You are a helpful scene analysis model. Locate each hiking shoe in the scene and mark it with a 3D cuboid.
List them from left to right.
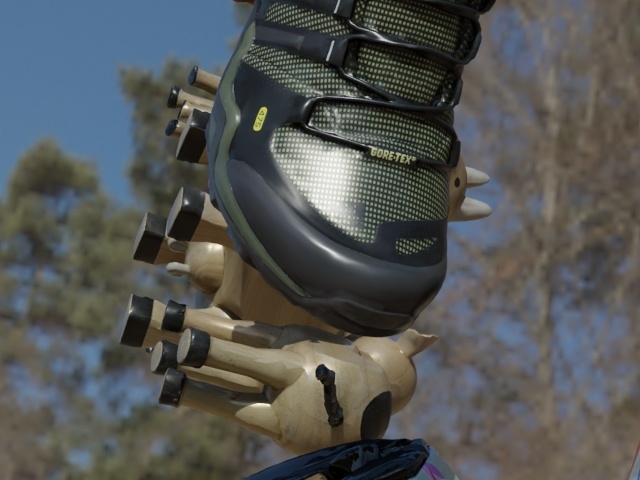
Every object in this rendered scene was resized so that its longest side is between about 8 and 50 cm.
[{"bbox_3d":[0.017,-0.079,0.687,0.086,0.227,0.114,11,-36,-20],"label":"hiking shoe"}]

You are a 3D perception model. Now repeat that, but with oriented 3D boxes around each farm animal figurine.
[{"bbox_3d":[0.000,0.000,1.126,0.172,0.330,0.327,17,-27,-12],"label":"farm animal figurine"}]

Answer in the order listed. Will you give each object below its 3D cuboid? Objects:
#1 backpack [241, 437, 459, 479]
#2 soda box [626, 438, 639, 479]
[{"bbox_3d":[-0.009,0.155,0.738,0.115,0.182,0.152,53,-1,-8],"label":"backpack"},{"bbox_3d":[0.142,0.098,0.730,0.060,0.169,0.053,15,19,2],"label":"soda box"}]
